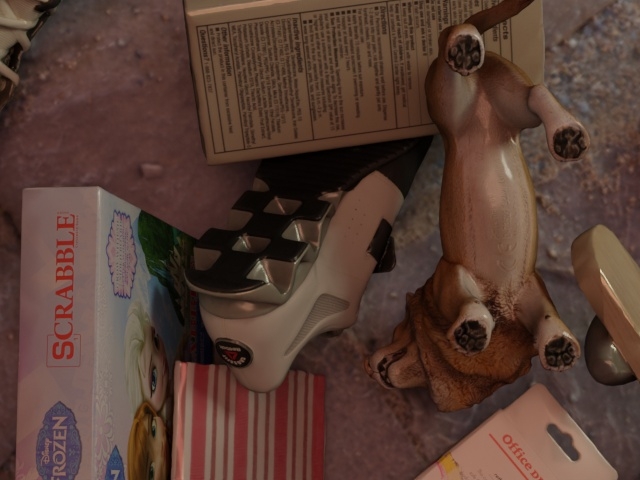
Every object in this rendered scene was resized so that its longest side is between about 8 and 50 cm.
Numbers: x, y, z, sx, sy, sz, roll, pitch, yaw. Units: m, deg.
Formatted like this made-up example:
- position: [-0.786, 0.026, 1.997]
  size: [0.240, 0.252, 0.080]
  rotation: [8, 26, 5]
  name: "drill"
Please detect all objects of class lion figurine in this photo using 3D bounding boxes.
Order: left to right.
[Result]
- position: [0.131, -0.033, 1.344]
  size: [0.142, 0.240, 0.392]
  rotation: [5, 103, -7]
  name: "lion figurine"

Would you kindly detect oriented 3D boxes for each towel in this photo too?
- position: [-0.062, 0.179, 1.401]
  size: [0.029, 0.197, 0.144]
  rotation: [-5, 79, 38]
  name: "towel"

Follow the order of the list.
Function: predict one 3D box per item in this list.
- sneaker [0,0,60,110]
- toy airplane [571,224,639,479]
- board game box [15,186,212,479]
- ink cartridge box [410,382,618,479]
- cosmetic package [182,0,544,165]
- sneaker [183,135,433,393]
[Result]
- position: [-0.283, -0.206, 1.440]
  size: [0.257, 0.169, 0.447]
  rotation: [-3, 79, 15]
  name: "sneaker"
- position: [0.352, 0.204, 1.337]
  size: [0.384, 0.272, 0.386]
  rotation: [15, 65, -28]
  name: "toy airplane"
- position: [-0.157, 0.138, 1.331]
  size: [0.066, 0.318, 0.318]
  rotation: [-2, 82, 12]
  name: "board game box"
- position: [0.148, 0.227, 1.439]
  size: [0.198, 0.067, 0.115]
  rotation: [-39, 83, -3]
  name: "ink cartridge box"
- position: [0.034, -0.173, 1.420]
  size: [0.296, 0.129, 0.153]
  rotation: [-7, 120, -4]
  name: "cosmetic package"
- position: [0.000, 0.000, 1.431]
  size: [0.122, 0.146, 0.330]
  rotation: [12, 42, 32]
  name: "sneaker"
